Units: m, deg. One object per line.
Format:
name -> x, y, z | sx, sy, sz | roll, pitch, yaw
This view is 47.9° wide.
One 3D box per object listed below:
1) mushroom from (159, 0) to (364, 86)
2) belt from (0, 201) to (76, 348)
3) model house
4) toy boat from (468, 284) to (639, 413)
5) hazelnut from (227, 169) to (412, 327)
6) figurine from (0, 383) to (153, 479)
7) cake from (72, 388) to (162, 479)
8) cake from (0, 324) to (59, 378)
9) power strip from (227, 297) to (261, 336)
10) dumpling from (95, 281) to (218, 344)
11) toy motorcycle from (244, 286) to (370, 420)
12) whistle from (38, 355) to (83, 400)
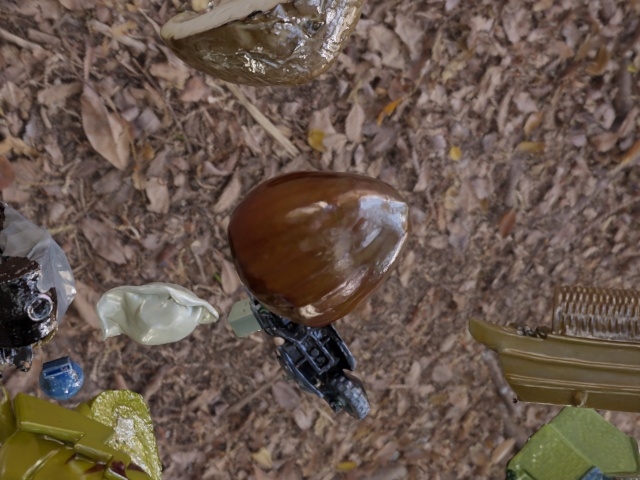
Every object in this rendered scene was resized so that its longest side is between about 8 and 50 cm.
mushroom -> -0.060, -0.279, 0.975 | 0.286, 0.156, 0.151 | -22, 130, 2
belt -> -0.492, 0.056, 1.080 | 0.184, 0.289, 0.164 | -36, 134, -37
model house -> 0.469, 0.432, 1.261 | 0.214, 0.189, 0.195 | -37, 123, -15
toy boat -> 0.296, 0.102, 0.680 | 0.089, 0.310, 0.115 | 12, 80, -70
hazelnut -> 0.003, 0.009, 0.842 | 0.210, 0.210, 0.186 | 23, 85, -46
figurine -> -0.335, 0.316, 0.952 | 0.169, 0.327, 0.218 | -58, 141, -12
cake -> -0.468, 0.473, 1.602 | 0.156, 0.260, 0.179 | -36, 149, 28
cake -> -0.829, 0.231, 1.832 | 0.332, 0.321, 0.332 | -11, 142, -9
power strip -> -0.052, 0.137, 1.772 | 0.385, 0.091, 0.062 | -22, 116, 20
dumpling -> -0.444, 0.169, 1.938 | 0.318, 0.187, 0.243 | -10, 141, -10
toy motorcycle -> -0.025, 0.163, 1.114 | 0.106, 0.159, 0.270 | -39, 99, -13
whistle -> -0.501, 0.270, 1.393 | 0.090, 0.158, 0.090 | 0, 90, -20
